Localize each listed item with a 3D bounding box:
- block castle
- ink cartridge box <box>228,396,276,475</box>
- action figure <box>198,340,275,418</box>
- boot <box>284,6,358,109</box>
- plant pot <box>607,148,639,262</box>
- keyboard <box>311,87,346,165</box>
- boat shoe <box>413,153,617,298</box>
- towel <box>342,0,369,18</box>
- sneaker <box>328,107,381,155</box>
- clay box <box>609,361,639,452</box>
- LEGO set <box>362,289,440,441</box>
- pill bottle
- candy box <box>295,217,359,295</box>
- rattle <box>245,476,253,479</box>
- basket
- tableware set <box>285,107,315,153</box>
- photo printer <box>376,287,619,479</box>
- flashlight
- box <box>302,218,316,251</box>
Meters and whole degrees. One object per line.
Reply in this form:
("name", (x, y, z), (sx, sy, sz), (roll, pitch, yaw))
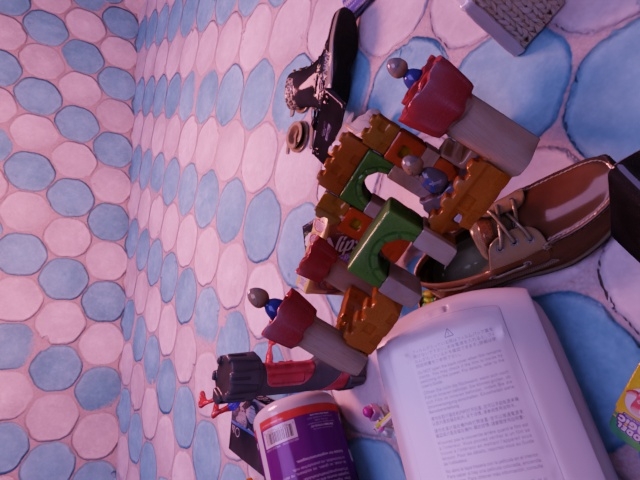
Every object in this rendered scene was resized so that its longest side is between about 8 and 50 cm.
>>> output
("block castle", (0.084, -0.053, 0.713), (0.453, 0.212, 0.303), (-58, 3, 25))
("ink cartridge box", (-0.129, 0.491, 1.154), (0.332, 0.065, 0.166), (-4, 80, 52))
("action figure", (-0.173, 0.346, 1.187), (0.280, 0.091, 0.139), (-24, 35, 18))
("boot", (-0.005, -0.430, 1.119), (0.178, 0.085, 0.237), (12, 97, 44))
("plant pot", (0.391, -0.015, 0.393), (0.187, 0.188, 0.167), (-33, 56, 19))
("keyboard", (0.014, -0.264, 1.077), (0.108, 0.023, 0.180), (49, 144, 30))
("boat shoe", (0.267, 0.001, 0.658), (0.324, 0.119, 0.123), (-45, 50, 40))
("towel", (0.118, -0.718, 1.074), (0.243, 0.040, 0.336), (-28, 63, 46))
("sneaker", (0.113, -0.207, 0.931), (0.262, 0.099, 0.121), (29, 102, 51))
("clay box", (0.418, 0.145, 0.482), (0.127, 0.053, 0.222), (36, 113, 49))
("LEGO set", (0.150, 0.226, 0.785), (0.132, 0.107, 0.287), (34, 111, 51))
("pill bottle", (-0.015, 0.478, 0.900), (0.181, 0.181, 0.323), (-48, 48, 37))
("candy box", (0.026, 0.024, 0.990), (0.053, 0.109, 0.187), (32, 110, 52))
("rattle", (-0.121, 0.658, 1.139), (0.199, 0.142, 0.130), (-34, 89, 28))
("basket", (0.269, -0.376, 0.693), (0.103, 0.167, 0.113), (-45, 50, 31))
("tableware set", (-0.064, -0.335, 1.238), (0.128, 0.039, 0.194), (2, 86, 54))
("photo printer", (0.218, 0.227, 0.631), (0.255, 0.107, 0.308), (-24, 63, 21))
("flashlight", (-0.050, 0.247, 0.887), (0.103, 0.303, 0.103), (-35, 56, 43))
("box", (0.000, 0.000, 1.069), (0.052, 0.062, 0.084), (-29, 61, 46))
